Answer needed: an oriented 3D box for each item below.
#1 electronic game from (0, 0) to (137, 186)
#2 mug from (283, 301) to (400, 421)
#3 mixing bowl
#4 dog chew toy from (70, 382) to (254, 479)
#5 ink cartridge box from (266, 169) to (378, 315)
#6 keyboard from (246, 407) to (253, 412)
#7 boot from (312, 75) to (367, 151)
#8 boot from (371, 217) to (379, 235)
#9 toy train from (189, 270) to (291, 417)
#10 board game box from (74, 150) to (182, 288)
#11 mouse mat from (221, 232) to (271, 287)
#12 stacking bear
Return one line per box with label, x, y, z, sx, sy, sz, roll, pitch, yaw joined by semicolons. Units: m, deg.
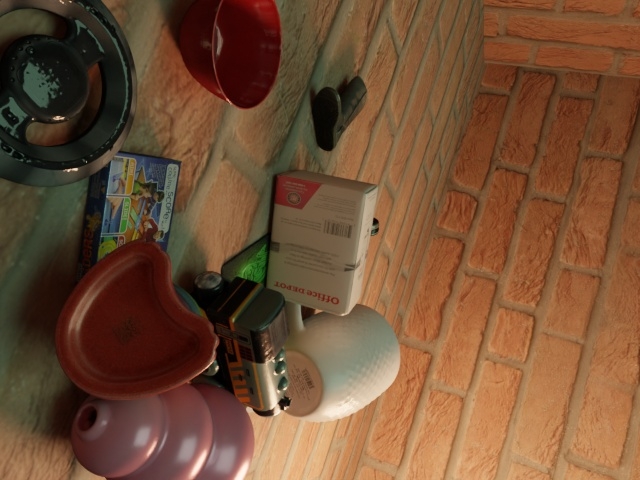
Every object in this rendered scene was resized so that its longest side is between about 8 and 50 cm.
electronic game;-0.294;-0.172;0.532;0.229;0.048;0.229;-29;125;-52
mug;0.010;0.280;1.310;0.328;0.276;0.374;-6;79;-59
mixing bowl;-0.144;-0.295;0.744;0.181;0.098;0.181;-48;147;-48
dog chew toy;-0.245;0.309;0.780;0.206;0.207;0.332;-66;148;-20
ink cartridge box;0.000;0.000;1.125;0.117;0.207;0.283;-36;137;-65
keyboard;-0.157;0.406;1.277;0.072;0.014;0.256;-66;156;-8
boot;0.059;-0.342;1.224;0.208;0.076;0.189;-52;163;-31
boot;0.078;0.036;1.257;0.085;0.236;0.178;-18;98;-34
toy train;-0.149;0.206;0.929;0.142;0.190;0.333;-50;147;-45
board game box;-0.269;-0.023;0.706;0.136;0.035;0.201;-5;109;-66
mouse mat;-0.155;0.081;1.080;0.190;0.007;0.152;-42;141;-54
stacking bear;-0.228;0.131;0.697;0.164;0.175;0.289;-33;171;-10
